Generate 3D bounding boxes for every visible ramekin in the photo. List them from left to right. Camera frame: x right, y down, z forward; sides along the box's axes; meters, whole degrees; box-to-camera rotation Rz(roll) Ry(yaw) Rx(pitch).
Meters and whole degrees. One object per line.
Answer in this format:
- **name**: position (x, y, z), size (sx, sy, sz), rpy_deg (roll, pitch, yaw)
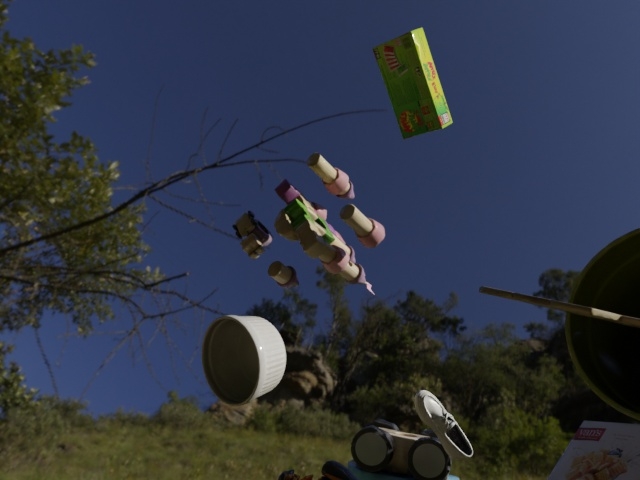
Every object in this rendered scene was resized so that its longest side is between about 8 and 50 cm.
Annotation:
- **ramekin**: position (-0.175, 0.274, 1.374), size (0.207, 0.109, 0.207), rpy_deg (2, -87, 40)

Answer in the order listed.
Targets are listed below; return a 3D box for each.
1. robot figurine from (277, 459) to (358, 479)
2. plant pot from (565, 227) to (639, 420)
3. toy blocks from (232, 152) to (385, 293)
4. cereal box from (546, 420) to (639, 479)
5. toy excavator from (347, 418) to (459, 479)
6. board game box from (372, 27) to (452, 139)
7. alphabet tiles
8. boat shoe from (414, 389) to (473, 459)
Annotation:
- **robot figurine**: position (0.000, 0.407, 0.666), size (0.211, 0.291, 0.085), rpy_deg (-37, -34, 19)
- **plant pot**: position (0.729, 0.197, 1.115), size (0.352, 0.367, 0.366), rpy_deg (26, -45, -36)
- **toy blocks**: position (0.000, 0.000, 1.481), size (0.309, 0.289, 0.260), rpy_deg (-40, -44, 11)
- **cereal box**: position (0.410, 0.375, 0.864), size (0.047, 0.240, 0.173), rpy_deg (47, -24, -4)
- **toy excavator**: position (0.266, 0.715, 1.473), size (0.432, 0.222, 0.446), rpy_deg (7, -99, 14)
- **board game box**: position (0.173, -0.290, 1.091), size (0.092, 0.043, 0.182), rpy_deg (-7, -71, 47)
- **alphabet tiles**: position (0.402, 0.108, 0.808), size (0.342, 0.011, 0.285), rpy_deg (14, -2, -31)
- **boat shoe**: position (0.287, 0.427, 1.349), size (0.184, 0.066, 0.063), rpy_deg (61, -32, 3)
